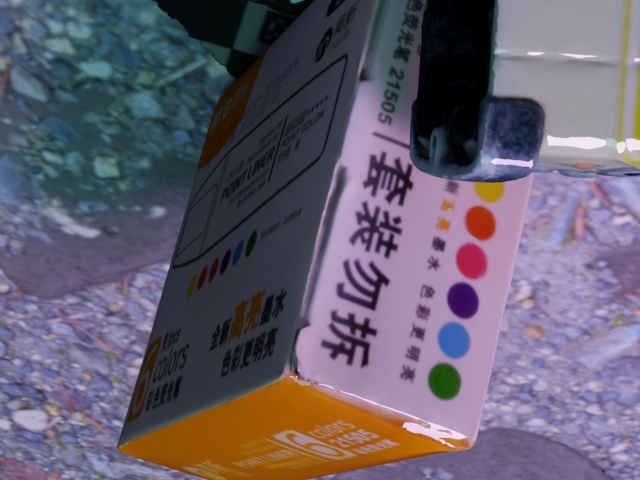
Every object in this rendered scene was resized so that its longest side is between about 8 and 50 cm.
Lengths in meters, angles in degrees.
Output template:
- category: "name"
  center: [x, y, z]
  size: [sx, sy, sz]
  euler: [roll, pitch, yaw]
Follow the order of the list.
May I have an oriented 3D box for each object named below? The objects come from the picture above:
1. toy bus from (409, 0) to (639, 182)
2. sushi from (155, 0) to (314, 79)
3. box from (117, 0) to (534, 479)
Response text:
- category: "toy bus"
  center: [0.110, -0.156, 0.453]
  size: [0.165, 0.276, 0.133]
  euler: [2, -174, -6]
- category: "sushi"
  center: [-0.027, -0.167, 0.638]
  size: [0.231, 0.047, 0.219]
  euler: [-23, 132, 33]
- category: "box"
  center: [0.000, 0.000, 0.648]
  size: [0.091, 0.221, 0.274]
  euler: [21, 158, -16]
